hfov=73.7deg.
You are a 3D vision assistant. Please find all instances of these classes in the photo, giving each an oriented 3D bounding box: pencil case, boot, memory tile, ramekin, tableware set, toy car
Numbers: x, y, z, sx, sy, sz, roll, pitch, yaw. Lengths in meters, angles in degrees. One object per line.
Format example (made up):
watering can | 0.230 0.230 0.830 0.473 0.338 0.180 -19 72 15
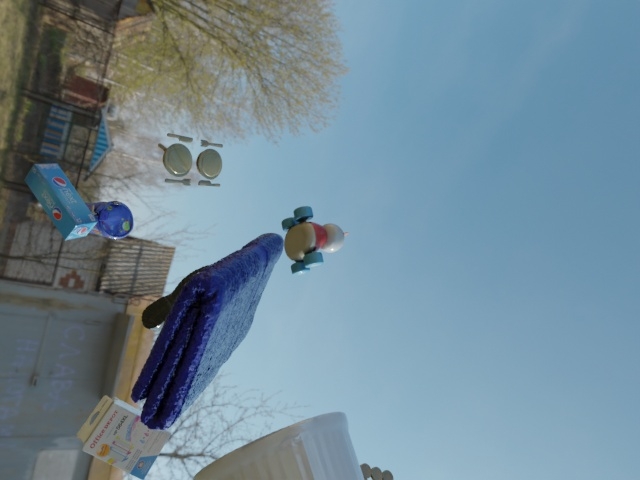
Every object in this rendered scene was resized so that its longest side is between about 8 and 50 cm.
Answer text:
pencil case | -0.764 -0.079 1.438 0.305 0.133 0.120 7 -104 33
boot | -0.311 0.163 1.079 0.246 0.161 0.083 -32 -118 -6
memory tile | 0.143 0.660 1.094 0.012 0.113 0.148 -47 -153 40
ramekin | -0.057 0.409 0.709 0.277 0.277 0.135 -51 -127 36
tableware set | -0.352 -0.214 1.170 0.039 0.194 0.129 10 -82 34
toy car | 0.000 0.000 1.641 0.210 0.237 0.220 -35 -116 54

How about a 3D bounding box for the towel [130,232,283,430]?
towel | -0.156 0.107 0.645 0.308 0.076 0.228 -51 164 -76

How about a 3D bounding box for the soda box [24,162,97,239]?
soda box | -0.708 -0.108 1.165 0.071 0.067 0.210 -40 -97 25

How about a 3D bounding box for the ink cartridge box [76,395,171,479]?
ink cartridge box | -0.378 0.372 0.817 0.092 0.143 0.090 -61 -163 -23
